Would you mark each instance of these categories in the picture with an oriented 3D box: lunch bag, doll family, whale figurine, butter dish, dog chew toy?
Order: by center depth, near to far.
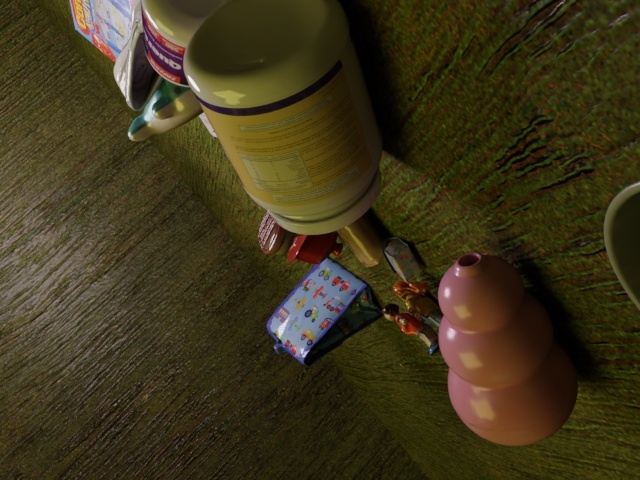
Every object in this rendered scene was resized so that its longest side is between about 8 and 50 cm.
[{"bbox_3d":[0.282,0.164,1.116,0.207,0.207,0.331,27,145,59],"label":"dog chew toy"},{"bbox_3d":[0.162,0.036,1.444,0.071,0.053,0.083,58,177,-26],"label":"lunch bag"},{"bbox_3d":[0.222,0.151,1.492,0.163,0.118,0.263,38,-179,21],"label":"doll family"},{"bbox_3d":[-0.353,-0.340,1.658,0.141,0.272,0.216,57,-155,-11],"label":"whale figurine"},{"bbox_3d":[0.000,0.000,1.735,0.118,0.159,0.160,28,168,-6],"label":"butter dish"},{"bbox_3d":[-0.013,0.212,1.963,0.221,0.293,0.138,34,159,51],"label":"lunch bag"}]

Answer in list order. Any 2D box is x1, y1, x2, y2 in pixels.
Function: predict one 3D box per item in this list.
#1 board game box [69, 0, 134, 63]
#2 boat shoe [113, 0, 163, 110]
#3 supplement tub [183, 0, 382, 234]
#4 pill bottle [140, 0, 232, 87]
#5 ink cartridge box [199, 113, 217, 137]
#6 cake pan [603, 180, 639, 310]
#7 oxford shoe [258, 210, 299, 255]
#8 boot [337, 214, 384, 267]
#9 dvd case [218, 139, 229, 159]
[{"bbox_3d":[-0.465,-0.545,1.635,0.302,0.086,0.308,40,151,16],"label":"board game box"},{"bbox_3d":[-0.354,-0.419,1.497,0.320,0.118,0.103,-48,55,39],"label":"boat shoe"},{"bbox_3d":[-0.039,-0.188,1.078,0.241,0.241,0.331,39,162,39],"label":"supplement tub"},{"bbox_3d":[-0.234,-0.392,1.287,0.181,0.181,0.323,51,166,-4],"label":"pill bottle"},{"bbox_3d":[-0.291,-0.357,1.832,0.104,0.060,0.180,27,153,58],"label":"ink cartridge box"},{"bbox_3d":[0.407,0.043,0.659,0.293,0.054,0.293,47,166,15],"label":"cake pan"},{"bbox_3d":[-0.048,-0.062,1.523,0.130,0.123,0.348,28,-151,-11],"label":"oxford shoe"},{"bbox_3d":[0.047,-0.062,1.446,0.269,0.089,0.236,53,-173,-8],"label":"boot"},{"bbox_3d":[-0.219,-0.239,2.000,0.253,0.022,0.180,41,164,35],"label":"dvd case"}]
